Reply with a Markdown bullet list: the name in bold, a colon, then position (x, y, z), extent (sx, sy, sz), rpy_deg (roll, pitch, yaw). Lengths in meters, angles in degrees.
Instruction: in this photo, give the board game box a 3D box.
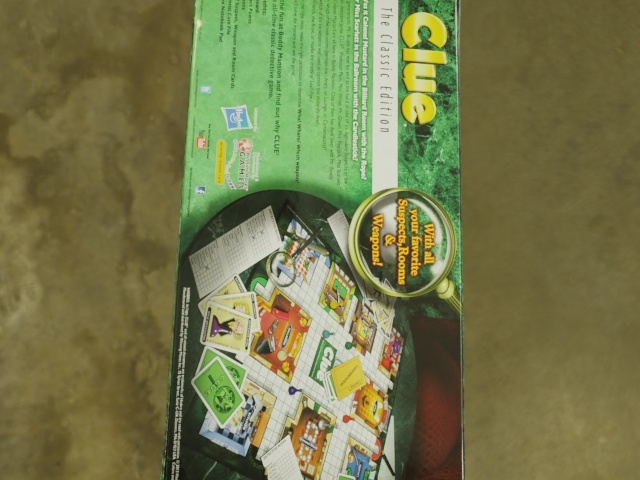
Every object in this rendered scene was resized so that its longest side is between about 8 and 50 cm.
- **board game box**: position (0.000, 0.000, 0.426), extent (0.136, 0.030, 0.259), rpy_deg (4, 75, -6)
